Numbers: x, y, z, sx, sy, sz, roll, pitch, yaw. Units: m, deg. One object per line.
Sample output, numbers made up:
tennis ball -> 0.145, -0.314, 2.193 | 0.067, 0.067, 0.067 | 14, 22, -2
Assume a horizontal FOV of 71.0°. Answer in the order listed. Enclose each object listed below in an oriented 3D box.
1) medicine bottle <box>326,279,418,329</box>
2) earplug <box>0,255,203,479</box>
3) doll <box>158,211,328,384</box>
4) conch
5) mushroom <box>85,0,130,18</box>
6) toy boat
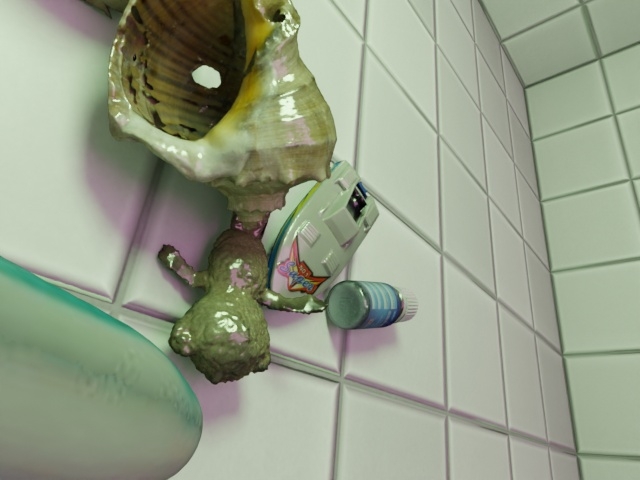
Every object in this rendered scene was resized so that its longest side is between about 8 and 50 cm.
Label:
medicine bottle -> 0.100, 0.113, 0.798 | 0.203, 0.084, 0.083 | 8, 72, -52
earplug -> -0.215, 0.113, 0.326 | 0.324, 0.185, 0.184 | 46, 45, -41
doll -> -0.110, 0.027, 0.566 | 0.203, 0.091, 0.285 | 1, 67, -44
conch -> -0.117, -0.174, 0.535 | 0.264, 0.186, 0.323 | -4, 82, -36
mushroom -> -0.223, -0.400, 0.475 | 0.253, 0.189, 0.195 | 53, 43, -35
toy boat -> 0.000, 0.000, 0.705 | 0.129, 0.088, 0.295 | 55, 48, -22
